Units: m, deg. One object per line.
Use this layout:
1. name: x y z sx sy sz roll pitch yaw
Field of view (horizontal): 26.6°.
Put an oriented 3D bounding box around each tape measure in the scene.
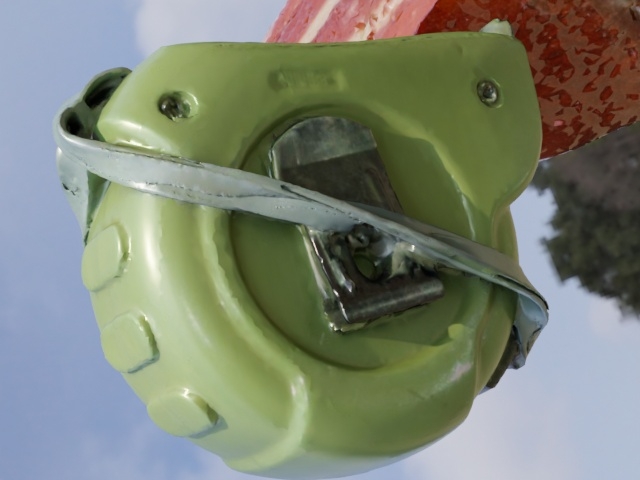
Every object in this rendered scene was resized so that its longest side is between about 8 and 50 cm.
1. tape measure: 0.000 0.000 0.508 0.200 0.106 0.175 -4 -103 -33

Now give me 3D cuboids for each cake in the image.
1. cake: 0.062 -0.088 0.720 0.160 0.262 0.158 15 -139 -27
